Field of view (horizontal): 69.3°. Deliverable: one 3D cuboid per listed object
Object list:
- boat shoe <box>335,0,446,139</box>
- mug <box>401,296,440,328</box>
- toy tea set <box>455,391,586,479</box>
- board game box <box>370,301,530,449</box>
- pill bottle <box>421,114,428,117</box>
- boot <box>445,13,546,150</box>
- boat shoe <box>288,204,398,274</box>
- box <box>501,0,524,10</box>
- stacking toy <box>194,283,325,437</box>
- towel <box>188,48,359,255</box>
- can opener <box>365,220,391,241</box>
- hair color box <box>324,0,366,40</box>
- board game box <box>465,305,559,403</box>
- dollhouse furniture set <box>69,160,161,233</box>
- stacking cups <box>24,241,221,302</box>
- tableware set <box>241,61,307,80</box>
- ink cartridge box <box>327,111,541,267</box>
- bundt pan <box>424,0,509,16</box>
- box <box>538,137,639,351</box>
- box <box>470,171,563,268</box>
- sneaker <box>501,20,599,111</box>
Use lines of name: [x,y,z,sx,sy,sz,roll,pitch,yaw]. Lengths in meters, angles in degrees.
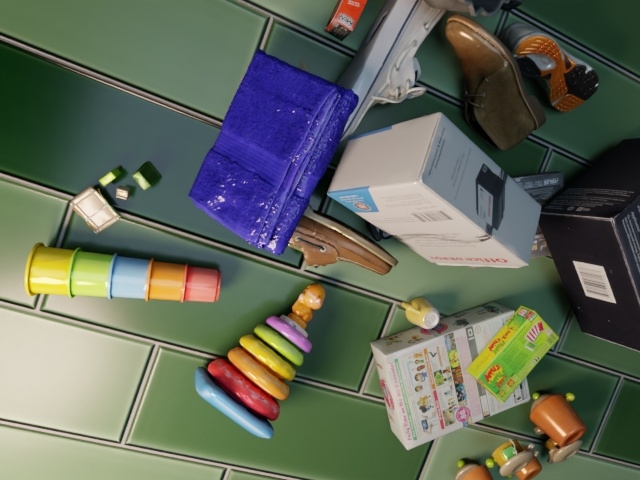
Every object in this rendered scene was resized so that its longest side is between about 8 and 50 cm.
boat shoe: [0.142,-0.320,0.880,0.157,0.136,0.366,31,81,-18]
mug: [0.217,0.161,0.994,0.078,0.064,0.062,-6,100,-12]
toy tea set: [0.465,0.477,1.094,0.336,0.124,0.199,-20,132,-13]
board game box: [0.286,0.287,1.013,0.304,0.097,0.223,-16,101,-12]
pill bottle: [0.210,-0.188,0.938,0.067,0.067,0.120,16,94,-15]
boot: [0.328,-0.304,0.922,0.115,0.112,0.305,-43,115,8]
boat shoe: [0.000,0.000,0.906,0.308,0.110,0.104,29,95,-6]
box: [0.343,-0.604,0.911,0.184,0.059,0.232,13,96,-15]
stacking toy: [-0.085,0.208,0.904,0.166,0.175,0.301,43,74,-16]
towel: [-0.095,-0.157,0.800,0.228,0.076,0.308,30,98,21]
can opener: [0.119,-0.091,0.939,0.059,0.073,0.185,-4,90,-4]
hair color box: [0.063,-0.454,0.862,0.043,0.072,0.141,25,92,-16]
board game box: [0.399,0.236,0.962,0.092,0.043,0.181,43,86,-15]
dollhouse furniture set: [-0.370,-0.086,0.843,0.152,0.058,0.076,-31,112,13]
stacking cups: [-0.344,0.075,0.839,0.317,0.096,0.095,10,96,-15]
tableware set: [-0.069,-0.225,0.878,0.129,0.039,0.194,-10,95,12]
ink cartridge box: [0.206,-0.071,0.827,0.308,0.223,0.128,30,73,-32]
bundt pan: [0.226,-0.537,0.747,0.331,0.124,0.330,-23,121,-43]
box: [0.680,0.003,0.985,0.313,0.179,0.343,-35,109,-15]
box: [0.418,-0.048,1.013,0.231,0.056,0.182,-9,101,-12]
sneaker: [0.475,-0.370,0.960,0.263,0.120,0.099,23,133,-34]
